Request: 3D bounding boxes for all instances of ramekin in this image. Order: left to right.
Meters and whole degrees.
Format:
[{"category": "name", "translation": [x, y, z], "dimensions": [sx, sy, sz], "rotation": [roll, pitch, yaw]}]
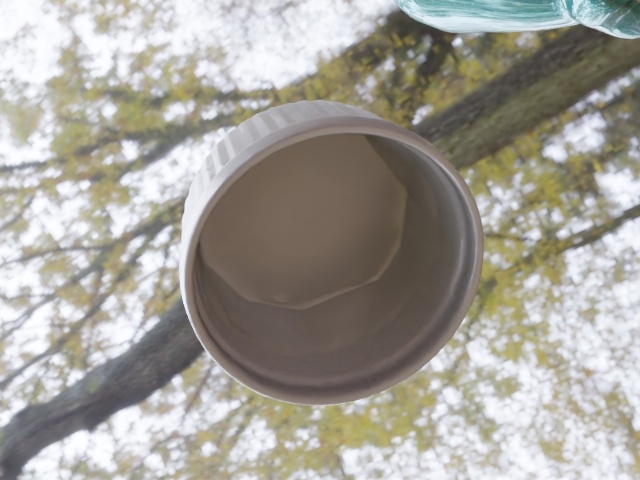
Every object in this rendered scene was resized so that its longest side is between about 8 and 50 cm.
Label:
[{"category": "ramekin", "translation": [0.000, 0.000, 0.872], "dimensions": [0.207, 0.207, 0.109], "rotation": [37, -170, -25]}]

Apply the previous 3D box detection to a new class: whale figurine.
[{"category": "whale figurine", "translation": [0.146, -0.208, 0.960], "dimensions": [0.216, 0.141, 0.272], "rotation": [7, -153, -44]}]
